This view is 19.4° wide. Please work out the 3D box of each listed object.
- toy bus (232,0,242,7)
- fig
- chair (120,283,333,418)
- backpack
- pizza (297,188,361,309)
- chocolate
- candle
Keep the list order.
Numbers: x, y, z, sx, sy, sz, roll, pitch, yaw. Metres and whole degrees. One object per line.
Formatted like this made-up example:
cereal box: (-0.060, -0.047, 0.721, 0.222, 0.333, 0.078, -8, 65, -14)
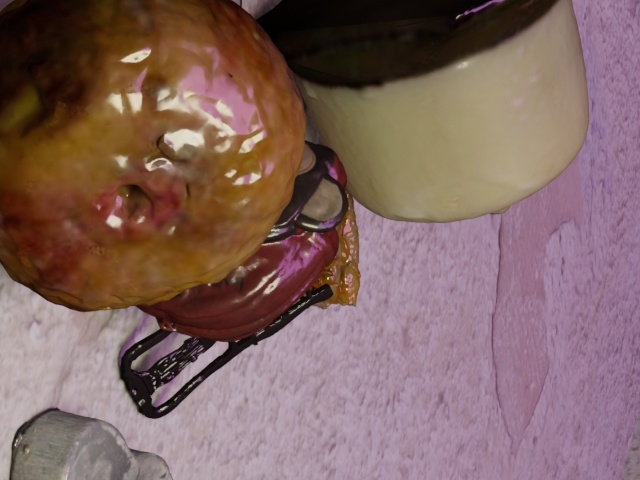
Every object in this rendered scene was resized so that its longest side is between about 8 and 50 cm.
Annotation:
toy bus: (-0.112, -0.286, 1.769, 0.072, 0.057, 0.172, -28, 119, -51)
fig: (-0.165, -0.112, 1.548, 0.368, 0.286, 0.286, -106, -173, -64)
chair: (-0.111, 0.057, 1.810, 0.229, 0.113, 0.106, -33, 134, -13)
backpack: (-0.090, -0.009, 1.697, 0.139, 0.229, 0.229, 74, 30, -57)
pizza: (0.000, 0.000, 2.051, 0.161, 0.062, 0.182, -20, 113, -62)
chocolate: (0.133, -0.154, 1.970, 0.326, 0.314, 0.297, -45, 123, -57)
candle: (-0.205, 0.244, 1.637, 0.192, 0.068, 0.168, 42, 57, -55)
